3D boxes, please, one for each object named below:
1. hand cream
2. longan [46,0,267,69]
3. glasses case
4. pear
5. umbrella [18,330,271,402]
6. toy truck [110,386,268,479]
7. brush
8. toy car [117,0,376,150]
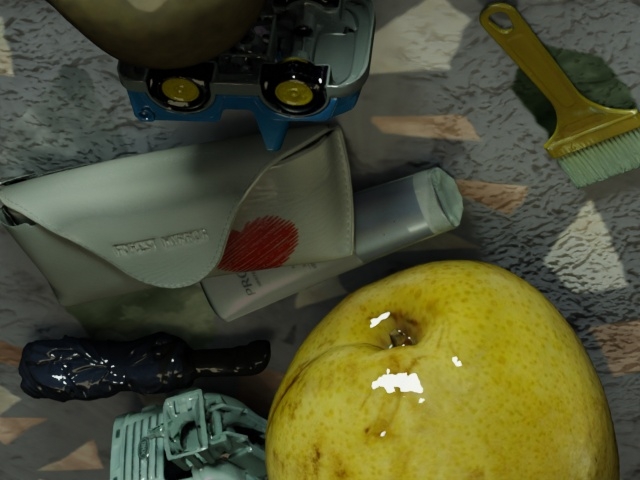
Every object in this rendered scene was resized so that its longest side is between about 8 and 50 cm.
[{"bbox_3d":[0.000,0.000,1.469,0.255,0.048,0.079,-20,95,28],"label":"hand cream"},{"bbox_3d":[-0.118,-0.200,1.152,0.187,0.167,0.167,20,140,-13],"label":"longan"},{"bbox_3d":[-0.122,-0.012,1.432,0.308,0.083,0.128,-10,116,21],"label":"glasses case"},{"bbox_3d":[0.100,0.175,1.472,0.314,0.314,0.314,5,141,4],"label":"pear"},{"bbox_3d":[-0.166,0.122,1.638,0.248,0.071,0.071,0,140,12],"label":"umbrella"},{"bbox_3d":[-0.069,0.251,1.728,0.184,0.133,0.338,-25,135,24],"label":"toy truck"},{"bbox_3d":[0.181,-0.113,1.331,0.083,0.011,0.205,-20,132,32],"label":"brush"},{"bbox_3d":[-0.054,-0.127,1.287,0.191,0.097,0.100,2,145,9],"label":"toy car"}]
